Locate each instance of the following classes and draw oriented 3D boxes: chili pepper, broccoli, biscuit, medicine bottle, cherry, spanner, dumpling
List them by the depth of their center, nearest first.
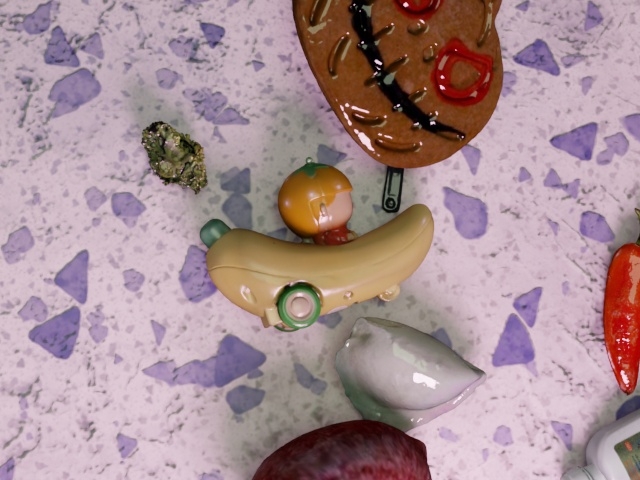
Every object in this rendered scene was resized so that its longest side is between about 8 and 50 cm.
[{"bbox_3d":[0.031,0.356,1.783,0.300,0.203,0.230,-36,88,-22],"label":"cherry"},{"bbox_3d":[-0.202,-0.115,1.847,0.095,0.092,0.097,4,103,6],"label":"broccoli"},{"bbox_3d":[0.130,-0.291,1.854,0.314,0.063,0.367,-34,111,-12],"label":"biscuit"},{"bbox_3d":[0.121,0.188,1.866,0.217,0.149,0.104,18,45,-11],"label":"dumpling"},{"bbox_3d":[0.453,0.310,1.894,0.229,0.083,0.121,-26,91,-7],"label":"medicine bottle"},{"bbox_3d":[0.445,0.087,1.925,0.071,0.063,0.272,7,87,6],"label":"chili pepper"},{"bbox_3d":[0.116,-0.142,1.926,0.046,0.012,0.208,8,84,-7],"label":"spanner"}]

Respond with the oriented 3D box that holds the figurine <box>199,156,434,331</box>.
[{"bbox_3d":[0.000,0.000,1.850,0.325,0.124,0.222,-17,84,-11],"label":"figurine"}]
